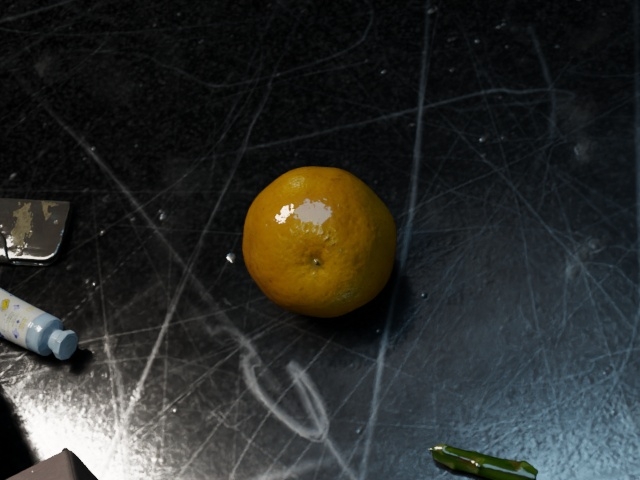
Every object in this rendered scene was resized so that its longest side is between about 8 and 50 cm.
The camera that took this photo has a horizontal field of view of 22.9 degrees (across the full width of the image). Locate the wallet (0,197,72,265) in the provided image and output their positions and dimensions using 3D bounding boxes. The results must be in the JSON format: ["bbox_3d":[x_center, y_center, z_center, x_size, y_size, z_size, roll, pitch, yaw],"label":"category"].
[{"bbox_3d":[-0.355,-0.012,1.754,0.157,0.018,0.082,5,62,13],"label":"wallet"}]

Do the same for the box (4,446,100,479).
[{"bbox_3d":[-0.263,0.321,1.359,0.252,0.188,0.153,-30,36,6],"label":"box"}]

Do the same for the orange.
[{"bbox_3d":[0.000,0.000,1.605,0.159,0.159,0.136,-6,19,8],"label":"orange"}]

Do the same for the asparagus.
[{"bbox_3d":[0.156,0.214,1.515,0.108,0.021,0.025,13,60,19],"label":"asparagus"}]

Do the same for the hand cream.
[{"bbox_3d":[-0.332,0.081,1.681,0.171,0.043,0.065,23,71,25],"label":"hand cream"}]
